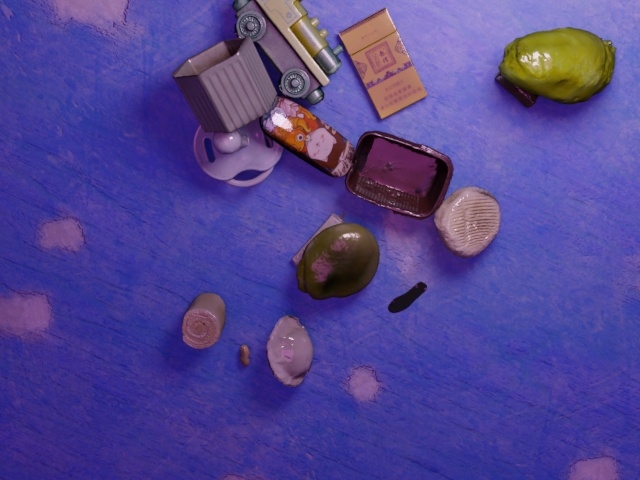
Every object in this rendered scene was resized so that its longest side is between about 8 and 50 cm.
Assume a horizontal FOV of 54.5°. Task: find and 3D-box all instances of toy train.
[{"bbox_3d":[-0.077,-0.572,1.768,0.237,0.150,0.369,-38,102,9],"label":"toy train"}]

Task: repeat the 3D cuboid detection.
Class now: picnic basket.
[{"bbox_3d":[0.233,-0.203,1.854,0.297,0.129,0.222,20,110,0],"label":"picnic basket"}]

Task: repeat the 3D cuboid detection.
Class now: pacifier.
[{"bbox_3d":[-0.253,-0.277,1.828,0.288,0.226,0.238,-9,92,12],"label":"pacifier"}]

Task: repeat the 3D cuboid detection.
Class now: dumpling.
[{"bbox_3d":[-0.113,0.374,2.057,0.142,0.173,0.246,-5,103,39],"label":"dumpling"}]

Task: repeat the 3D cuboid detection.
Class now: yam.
[{"bbox_3d":[0.565,-0.441,1.783,0.132,0.054,0.054,40,107,-8],"label":"yam"}]

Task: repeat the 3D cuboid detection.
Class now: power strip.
[{"bbox_3d":[0.000,0.000,1.995,0.060,0.027,0.252,40,107,-7],"label":"power strip"}]

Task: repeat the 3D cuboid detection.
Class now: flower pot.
[{"bbox_3d":[-0.257,-0.426,1.703,0.239,0.209,0.189,9,136,44],"label":"flower pot"}]

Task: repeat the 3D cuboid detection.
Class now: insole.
[{"bbox_3d":[0.285,0.188,2.037,0.053,0.002,0.153,45,107,-8],"label":"insole"}]

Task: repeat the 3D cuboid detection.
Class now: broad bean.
[{"bbox_3d":[0.056,0.074,1.955,0.238,0.119,0.291,40,105,-17],"label":"broad bean"}]

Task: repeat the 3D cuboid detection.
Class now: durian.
[{"bbox_3d":[0.630,-0.466,1.664,0.256,0.340,0.204,14,112,32],"label":"durian"}]

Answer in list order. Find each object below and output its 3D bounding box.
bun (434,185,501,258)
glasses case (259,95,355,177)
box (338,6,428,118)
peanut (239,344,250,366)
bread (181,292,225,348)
[{"bbox_3d":[0.438,-0.060,1.872,0.221,0.134,0.220,-8,108,-25],"label":"bun"},{"bbox_3d":[-0.034,-0.302,1.830,0.321,0.082,0.122,31,73,-23],"label":"glasses case"},{"bbox_3d":[0.184,-0.513,1.809,0.153,0.041,0.278,-25,104,14],"label":"box"},{"bbox_3d":[-0.262,0.399,2.147,0.037,0.037,0.083,5,112,5],"label":"peanut"},{"bbox_3d":[-0.383,0.265,2.062,0.134,0.141,0.148,16,110,-3],"label":"bread"}]
